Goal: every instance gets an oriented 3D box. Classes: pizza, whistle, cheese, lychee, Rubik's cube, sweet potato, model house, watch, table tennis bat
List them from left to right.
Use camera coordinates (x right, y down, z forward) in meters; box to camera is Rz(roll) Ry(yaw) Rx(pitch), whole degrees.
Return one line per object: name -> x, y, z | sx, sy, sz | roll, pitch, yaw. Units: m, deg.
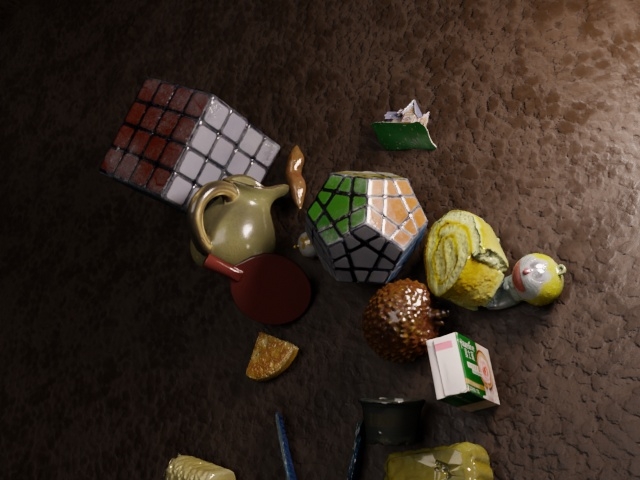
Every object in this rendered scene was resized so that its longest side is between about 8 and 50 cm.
Rubik's cube -> -0.395, -0.254, 2.313 | 0.344, 0.337, 0.343 | 25, 86, 40
cheese -> -0.320, 0.634, 2.018 | 0.167, 0.123, 0.093 | 3, 73, 38
table tennis bat -> -0.170, 0.117, 2.047 | 0.200, 0.310, 0.038 | -62, 11, 13
pizza -> -0.131, 0.311, 2.073 | 0.175, 0.046, 0.134 | -25, 59, 24
sweet potato -> -0.074, -0.183, 2.242 | 0.065, 0.051, 0.218 | -26, 57, 40
watch -> -0.026, 0.571, 1.877 | 0.276, 0.068, 0.274 | -4, 68, 34
Rubik's cube -> 0.112, -0.037, 1.913 | 0.264, 0.319, 0.319 | 34, 92, 12
lychee -> 0.201, 0.192, 1.806 | 0.238, 0.200, 0.200 | -15, 62, 43
model house -> 0.237, -0.313, 2.058 | 0.167, 0.117, 0.088 | 3, 56, 37
whistle -> 0.455, 0.101, 1.722 | 0.223, 0.123, 0.122 | -29, 56, 39

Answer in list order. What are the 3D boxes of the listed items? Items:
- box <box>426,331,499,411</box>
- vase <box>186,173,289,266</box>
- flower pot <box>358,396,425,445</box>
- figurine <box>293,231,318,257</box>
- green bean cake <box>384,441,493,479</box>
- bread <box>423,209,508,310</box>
box -> 0.316, 0.294, 1.673 | 0.081, 0.199, 0.135 | -20, 62, 24
vase -> -0.252, -0.057, 2.125 | 0.241, 0.329, 0.302 | 16, 86, 33
flower pot -> 0.166, 0.422, 1.766 | 0.158, 0.157, 0.106 | -4, 82, 33
figurine -> 0.002, 0.004, 2.105 | 0.143, 0.068, 0.101 | 5, 80, 19
green bean cake -> 0.257, 0.563, 1.648 | 0.236, 0.124, 0.232 | -18, 62, 27
bread -> 0.342, 0.035, 1.794 | 0.186, 0.124, 0.257 | -42, 34, 31
